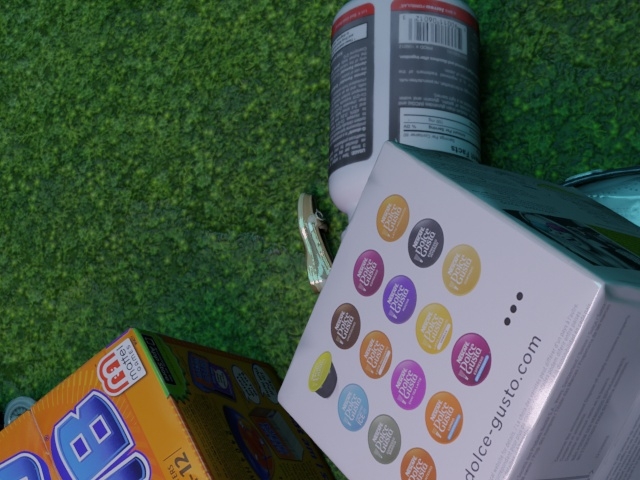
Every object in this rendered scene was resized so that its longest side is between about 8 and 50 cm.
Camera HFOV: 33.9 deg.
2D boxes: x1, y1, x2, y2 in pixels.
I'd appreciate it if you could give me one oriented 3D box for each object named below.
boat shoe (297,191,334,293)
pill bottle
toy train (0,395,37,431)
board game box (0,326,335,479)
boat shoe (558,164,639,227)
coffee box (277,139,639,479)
[{"bbox_3d":[0.000,0.000,1.549,0.048,0.056,0.153,-13,72,13],"label":"boat shoe"},{"bbox_3d":[0.115,-0.140,1.440,0.210,0.210,0.363,-5,74,25],"label":"pill bottle"},{"bbox_3d":[-0.498,0.345,1.657,0.333,0.142,0.190,-10,81,24],"label":"toy train"},{"bbox_3d":[-0.199,0.380,1.366,0.356,0.356,0.357,-38,63,13],"label":"board game box"},{"bbox_3d":[0.439,-0.043,1.320,0.302,0.091,0.114,-8,73,24],"label":"boat shoe"},{"bbox_3d":[0.217,0.128,1.159,0.334,0.338,0.338,40,114,45],"label":"coffee box"}]
